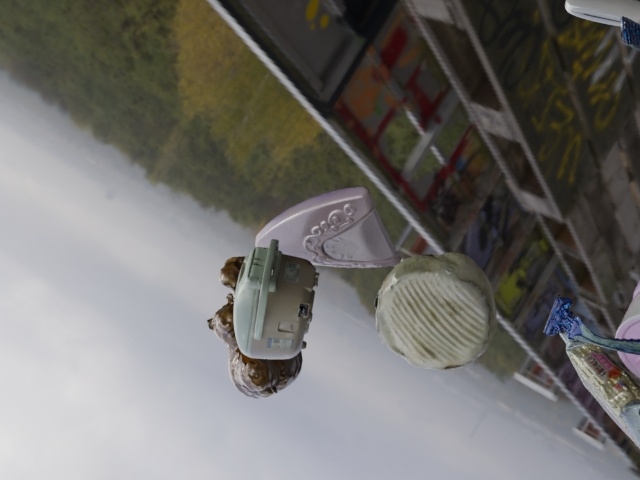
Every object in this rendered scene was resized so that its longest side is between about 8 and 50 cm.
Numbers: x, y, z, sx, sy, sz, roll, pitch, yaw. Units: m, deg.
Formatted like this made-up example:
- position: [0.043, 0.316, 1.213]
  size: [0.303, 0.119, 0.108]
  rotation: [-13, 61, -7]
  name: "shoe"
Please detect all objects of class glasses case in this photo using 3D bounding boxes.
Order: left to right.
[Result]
- position: [0.702, -0.573, 1.985]
  size: [0.194, 0.074, 0.049]
  rotation: [16, 151, 14]
  name: "glasses case"

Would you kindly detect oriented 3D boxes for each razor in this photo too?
- position: [0.556, 0.177, 1.389]
  size: [0.324, 0.056, 0.093]
  rotation: [13, 135, 7]
  name: "razor"

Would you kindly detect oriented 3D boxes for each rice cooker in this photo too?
- position: [-0.071, 0.099, 1.255]
  size: [0.127, 0.145, 0.206]
  rotation: [12, 136, -4]
  name: "rice cooker"

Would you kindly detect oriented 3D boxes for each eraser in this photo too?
- position: [0.000, 0.001, 1.401]
  size: [0.244, 0.059, 0.204]
  rotation: [-9, 142, 19]
  name: "eraser"

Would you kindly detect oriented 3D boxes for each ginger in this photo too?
- position: [-0.130, 0.191, 1.738]
  size: [0.153, 0.357, 0.274]
  rotation: [-11, 136, 11]
  name: "ginger"

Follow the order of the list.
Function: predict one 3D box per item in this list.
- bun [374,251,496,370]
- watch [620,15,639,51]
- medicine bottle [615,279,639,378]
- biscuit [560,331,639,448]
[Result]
- position: [0.216, 0.129, 1.518]
  size: [0.239, 0.239, 0.141]
  rotation: [31, -152, 8]
  name: "bun"
- position: [0.636, -0.316, 1.344]
  size: [0.277, 0.068, 0.274]
  rotation: [8, -172, 17]
  name: "watch"
- position: [0.728, 0.119, 1.572]
  size: [0.212, 0.325, 0.212]
  rotation: [24, 139, 22]
  name: "medicine bottle"
- position: [0.599, 0.308, 1.619]
  size: [0.186, 0.079, 0.309]
  rotation: [51, -174, -29]
  name: "biscuit"
